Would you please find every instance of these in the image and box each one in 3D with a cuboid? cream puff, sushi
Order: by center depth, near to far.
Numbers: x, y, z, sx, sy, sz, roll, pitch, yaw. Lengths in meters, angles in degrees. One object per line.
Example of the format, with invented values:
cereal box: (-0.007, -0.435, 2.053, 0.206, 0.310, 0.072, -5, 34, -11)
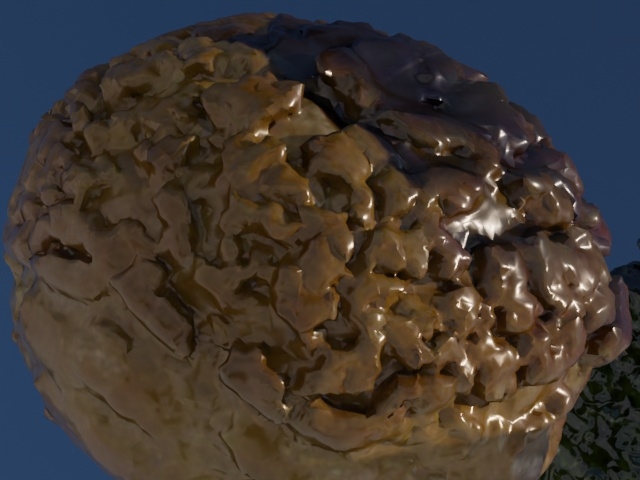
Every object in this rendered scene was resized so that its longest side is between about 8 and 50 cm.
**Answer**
cream puff: (0.000, 0.000, 1.013, 0.327, 0.343, 0.231, 13, -62, -12)
sushi: (0.207, 0.154, 1.473, 0.178, 0.294, 0.352, 59, -4, 18)
